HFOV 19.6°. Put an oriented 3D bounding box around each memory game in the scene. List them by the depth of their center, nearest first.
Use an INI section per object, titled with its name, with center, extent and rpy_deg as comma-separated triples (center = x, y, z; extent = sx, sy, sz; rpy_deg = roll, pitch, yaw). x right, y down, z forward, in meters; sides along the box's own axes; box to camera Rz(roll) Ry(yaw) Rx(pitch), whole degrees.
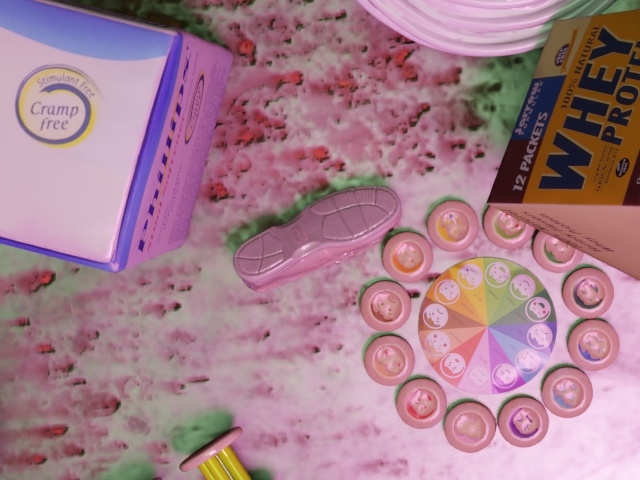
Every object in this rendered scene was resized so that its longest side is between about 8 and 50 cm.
[memory game]
center = 0.118, 0.060, 1.310
extent = 0.186, 0.012, 0.186
rpy_deg = 0, 94, 4

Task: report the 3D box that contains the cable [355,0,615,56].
[cable]
center = 0.112, -0.254, 1.253
extent = 0.257, 0.089, 0.257
rpy_deg = 26, 96, 1

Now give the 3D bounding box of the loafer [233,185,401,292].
[loafer]
center = 0.000, 0.000, 1.306
extent = 0.125, 0.039, 0.045
rpy_deg = -23, 59, 2

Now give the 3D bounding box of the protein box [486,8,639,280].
[protein box]
center = 0.254, -0.044, 1.157
extent = 0.200, 0.201, 0.136
rpy_deg = 25, 81, -25

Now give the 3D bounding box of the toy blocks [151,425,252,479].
[toy blocks]
center = -0.067, 0.224, 1.312
extent = 0.123, 0.054, 0.148
rpy_deg = -33, 91, 6

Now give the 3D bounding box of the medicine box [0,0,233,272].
[medicine box]
center = -0.213, -0.089, 1.183
extent = 0.264, 0.289, 0.149
rpy_deg = 14, 94, 3

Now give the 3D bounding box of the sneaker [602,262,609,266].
[sneaker]
center = 0.188, -0.050, 1.267
extent = 0.061, 0.054, 0.152
rpy_deg = -31, 89, -36
